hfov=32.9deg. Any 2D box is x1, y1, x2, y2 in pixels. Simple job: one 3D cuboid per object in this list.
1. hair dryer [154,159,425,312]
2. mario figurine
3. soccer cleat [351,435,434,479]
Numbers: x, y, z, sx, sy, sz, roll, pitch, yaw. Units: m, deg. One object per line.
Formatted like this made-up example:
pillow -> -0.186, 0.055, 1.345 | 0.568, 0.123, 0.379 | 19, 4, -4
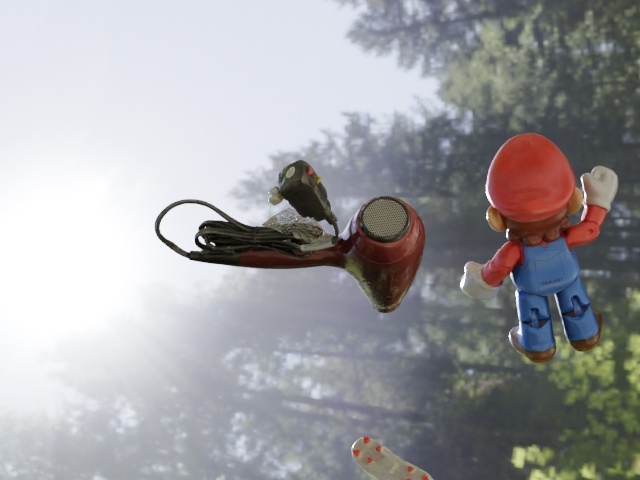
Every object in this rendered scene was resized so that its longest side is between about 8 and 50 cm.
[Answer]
hair dryer -> 0.000, 0.000, 1.118 | 0.294, 0.224, 0.080 | 32, -122, -37
mario figurine -> 0.305, -0.004, 1.502 | 0.198, 0.170, 0.320 | -31, -60, -30
soccer cleat -> 0.129, 0.381, 1.716 | 0.068, 0.196, 0.076 | -46, -34, -11
